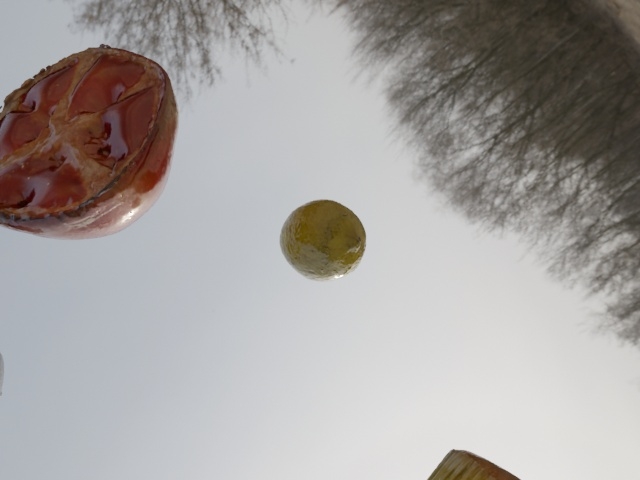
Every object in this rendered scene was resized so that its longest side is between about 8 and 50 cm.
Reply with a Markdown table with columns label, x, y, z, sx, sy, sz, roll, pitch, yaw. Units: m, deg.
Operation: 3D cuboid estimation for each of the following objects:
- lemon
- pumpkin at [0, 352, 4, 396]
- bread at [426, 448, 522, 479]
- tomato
| label | x | y | z | sx | sy | sz | roll | pitch | yaw |
| --- | --- | --- | --- | --- | --- | --- | --- | --- | --- |
| lemon | 0.000 | 0.000 | 0.404 | 0.062 | 0.083 | 0.062 | 0 | -90 | -39 |
| pumpkin | -0.386 | 0.136 | 0.489 | 0.167 | 0.125 | 0.167 | 7 | -137 | -6 |
| bread | 0.239 | 0.395 | 0.689 | 0.133 | 0.179 | 0.250 | -38 | -125 | -22 |
| tomato | -0.159 | -0.060 | 0.372 | 0.069 | 0.155 | 0.155 | 60 | -170 | -56 |
